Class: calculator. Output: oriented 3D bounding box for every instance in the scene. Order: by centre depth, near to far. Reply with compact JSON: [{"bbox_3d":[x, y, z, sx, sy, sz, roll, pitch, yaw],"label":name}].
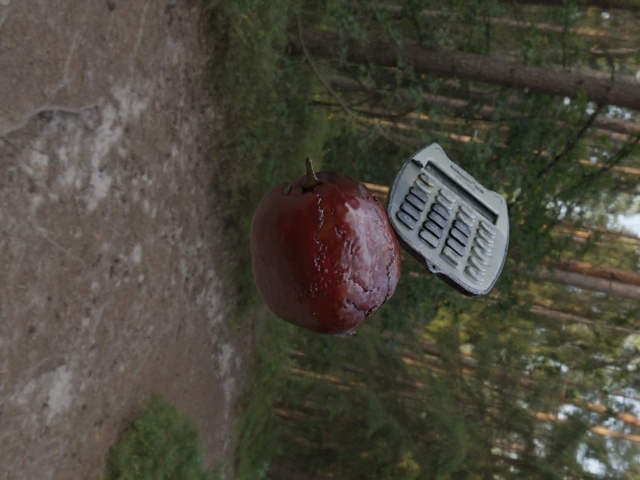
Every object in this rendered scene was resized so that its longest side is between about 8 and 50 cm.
[{"bbox_3d":[0.166,-0.031,0.770,0.040,0.177,0.268,-51,-179,34],"label":"calculator"}]

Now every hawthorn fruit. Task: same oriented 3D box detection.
[{"bbox_3d":[0.000,0.000,0.560,0.148,0.148,0.171,-69,147,-49],"label":"hawthorn fruit"}]
